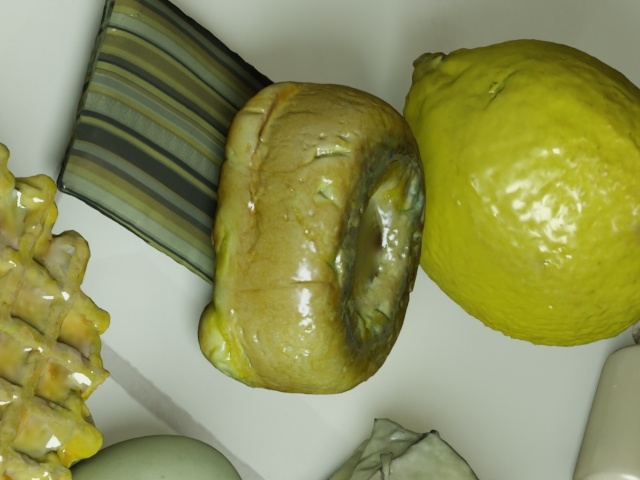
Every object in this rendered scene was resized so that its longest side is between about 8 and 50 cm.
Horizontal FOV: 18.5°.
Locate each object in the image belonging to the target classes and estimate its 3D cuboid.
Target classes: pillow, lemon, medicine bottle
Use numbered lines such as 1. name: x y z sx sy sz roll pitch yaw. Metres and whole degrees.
1. pillow: -0.122 -0.089 1.624 0.208 0.052 0.212 37 54 -42
2. lemon: 0.200 -0.046 1.803 0.322 0.268 0.268 34 51 2
3. medicine bottle: 0.335 0.164 1.996 0.114 0.114 0.252 42 51 -31

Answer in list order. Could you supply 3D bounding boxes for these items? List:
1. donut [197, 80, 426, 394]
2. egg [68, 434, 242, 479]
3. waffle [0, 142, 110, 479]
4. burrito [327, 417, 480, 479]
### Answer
1. donut: 0.000 0.000 1.634 0.208 0.128 0.261 4 95 -61
2. egg: -0.142 0.250 1.416 0.188 0.188 0.254 48 52 -27
3. waffle: -0.285 0.096 1.338 0.324 0.151 0.261 -53 123 -36
4. burrito: 0.020 0.305 1.614 0.332 0.135 0.190 -42 102 -40
